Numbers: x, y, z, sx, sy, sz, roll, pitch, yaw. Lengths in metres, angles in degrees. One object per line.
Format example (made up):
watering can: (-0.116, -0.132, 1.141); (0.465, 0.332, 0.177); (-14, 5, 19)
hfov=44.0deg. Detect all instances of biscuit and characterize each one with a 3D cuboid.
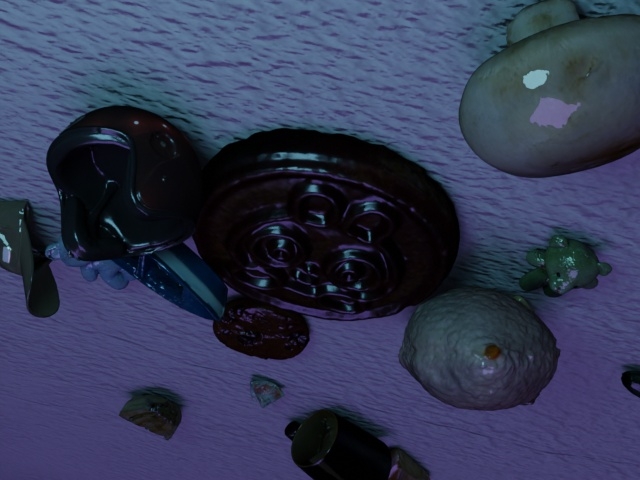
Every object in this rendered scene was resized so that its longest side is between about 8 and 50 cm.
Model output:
biscuit: (-0.111, 0.170, 1.481); (0.191, 0.049, 0.192); (6, 147, 4)
biscuit: (0.000, 0.000, 1.171); (0.407, 0.091, 0.407); (9, 144, 6)

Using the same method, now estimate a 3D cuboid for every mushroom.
mushroom: (0.251, -0.159, 0.810); (0.226, 0.178, 0.226); (-6, 174, -1)

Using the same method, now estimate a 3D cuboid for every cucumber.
cucumber: (0.572, 0.257, 1.384); (0.105, 0.048, 0.048); (23, 144, -15)

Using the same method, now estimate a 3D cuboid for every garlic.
garlic: (0.192, 0.576, 1.930); (0.101, 0.087, 0.196); (-22, 131, 22)

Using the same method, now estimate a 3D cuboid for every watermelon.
watermelon: (-0.127, 0.339, 1.710); (0.085, 0.061, 0.085); (4, 136, 4)

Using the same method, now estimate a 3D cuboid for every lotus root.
lotus root: (-0.386, 0.407, 1.886); (0.143, 0.070, 0.144); (35, 144, -20)

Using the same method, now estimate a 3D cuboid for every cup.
cup: (0.016, 0.497, 1.804); (0.239, 0.166, 0.177); (-23, 128, 39)

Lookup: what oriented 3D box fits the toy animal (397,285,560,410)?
toy animal: (0.246, 0.165, 1.210); (0.226, 0.189, 0.358); (1, 179, -1)

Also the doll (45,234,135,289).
doll: (-0.376, 0.017, 1.342); (0.120, 0.075, 0.180); (-39, 149, -1)

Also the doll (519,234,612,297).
doll: (0.350, 0.054, 1.157); (0.115, 0.078, 0.150); (25, 156, 1)

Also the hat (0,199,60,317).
hat: (-0.517, 0.042, 1.328); (0.144, 0.173, 0.166); (2, 143, 4)

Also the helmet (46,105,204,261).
helmet: (-0.254, -0.076, 1.049); (0.189, 0.193, 0.216); (-26, 120, 38)

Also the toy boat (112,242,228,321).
toy boat: (-0.259, 0.021, 1.215); (0.299, 0.062, 0.096); (36, 143, 7)
